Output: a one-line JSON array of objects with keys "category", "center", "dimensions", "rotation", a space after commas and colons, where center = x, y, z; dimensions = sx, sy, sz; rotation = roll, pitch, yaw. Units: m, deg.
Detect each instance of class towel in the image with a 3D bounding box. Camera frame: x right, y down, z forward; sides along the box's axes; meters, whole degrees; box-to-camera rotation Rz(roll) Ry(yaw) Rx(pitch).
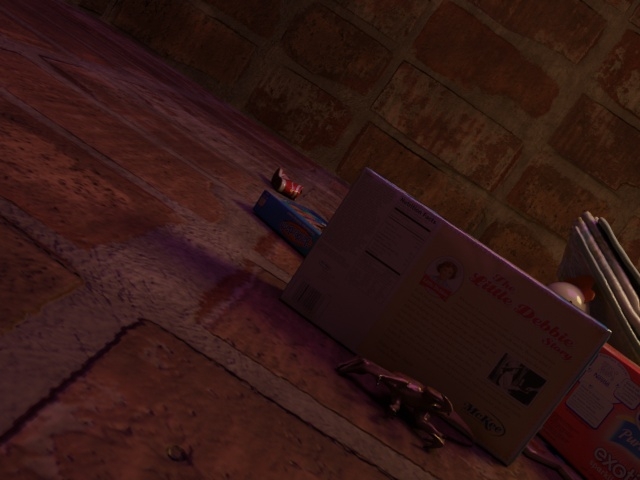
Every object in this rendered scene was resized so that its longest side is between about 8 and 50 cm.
[{"category": "towel", "center": [0.652, 0.155, 1.420], "dimensions": [0.320, 0.090, 0.375], "rotation": [61, 11, -62]}]

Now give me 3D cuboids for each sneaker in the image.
[{"category": "sneaker", "center": [-0.080, -0.137, 1.557], "dimensions": [0.067, 0.042, 0.118], "rotation": [26, 19, -21]}]

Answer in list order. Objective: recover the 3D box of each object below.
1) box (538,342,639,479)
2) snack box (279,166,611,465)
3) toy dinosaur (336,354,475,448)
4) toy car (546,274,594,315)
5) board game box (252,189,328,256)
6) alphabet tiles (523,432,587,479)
[{"category": "box", "center": [0.424, 0.264, 0.823], "dimensions": [0.142, 0.154, 0.300], "rotation": [26, 11, -39]}, {"category": "snack box", "center": [0.135, 0.081, 0.733], "dimensions": [0.321, 0.187, 0.060], "rotation": [36, 9, 9]}, {"category": "toy dinosaur", "center": [0.106, 0.162, 0.640], "dimensions": [0.183, 0.053, 0.092], "rotation": [32, 8, -9]}, {"category": "toy car", "center": [0.500, 0.176, 1.335], "dimensions": [0.219, 0.238, 0.210], "rotation": [30, 10, -20]}, {"category": "board game box", "center": [0.000, 0.000, 1.119], "dimensions": [0.210, 0.047, 0.160], "rotation": [39, 10, 34]}, {"category": "alphabet tiles", "center": [0.334, 0.283, 0.935], "dimensions": [0.285, 0.011, 0.342], "rotation": [30, 10, -25]}]
